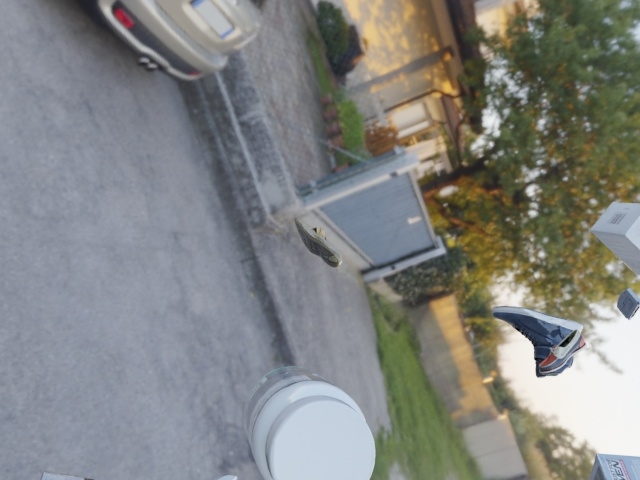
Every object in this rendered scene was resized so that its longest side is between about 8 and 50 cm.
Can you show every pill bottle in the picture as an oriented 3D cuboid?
[{"bbox_3d":[-0.030,0.353,1.116,0.361,0.204,0.204,158,-90,-78],"label":"pill bottle"}]

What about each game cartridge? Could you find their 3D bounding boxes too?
[{"bbox_3d":[0.785,0.161,1.540,0.083,0.017,0.056,85,-18,-52],"label":"game cartridge"}]

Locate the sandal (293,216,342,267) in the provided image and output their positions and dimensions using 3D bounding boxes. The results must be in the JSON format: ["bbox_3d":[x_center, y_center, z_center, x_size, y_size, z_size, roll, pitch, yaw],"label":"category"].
[{"bbox_3d":[0.000,0.000,1.398,0.180,0.049,0.072,38,-29,41],"label":"sandal"}]

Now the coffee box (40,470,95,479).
[{"bbox_3d":[-0.462,0.529,1.032,0.246,0.098,0.141,-139,-113,-70],"label":"coffee box"}]

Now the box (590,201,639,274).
[{"bbox_3d":[0.727,0.001,1.363,0.170,0.091,0.130,39,-2,-12],"label":"box"}]

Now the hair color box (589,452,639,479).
[{"bbox_3d":[0.837,0.618,1.421,0.113,0.375,0.185,-77,168,-60],"label":"hair color box"}]

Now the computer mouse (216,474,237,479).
[{"bbox_3d":[-0.270,0.664,1.563,0.042,0.193,0.106,38,28,18],"label":"computer mouse"}]

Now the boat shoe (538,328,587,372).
[{"bbox_3d":[0.564,0.261,1.417,0.043,0.137,0.049,60,-11,-10],"label":"boat shoe"}]

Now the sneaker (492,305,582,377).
[{"bbox_3d":[0.546,0.265,1.567,0.086,0.226,0.163,47,59,-70],"label":"sneaker"}]
